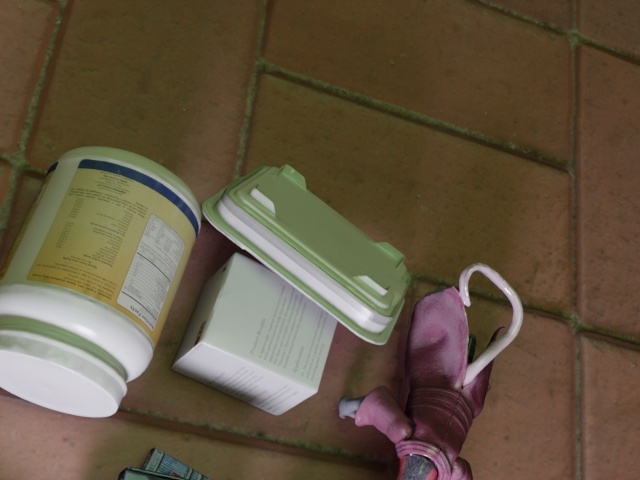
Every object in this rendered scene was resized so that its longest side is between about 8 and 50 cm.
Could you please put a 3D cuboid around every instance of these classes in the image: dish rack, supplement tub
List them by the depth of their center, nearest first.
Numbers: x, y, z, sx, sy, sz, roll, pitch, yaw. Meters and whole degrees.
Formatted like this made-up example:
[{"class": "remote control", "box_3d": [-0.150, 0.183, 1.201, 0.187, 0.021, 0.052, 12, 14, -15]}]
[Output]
[{"class": "supplement tub", "box_3d": [-0.311, 0.056, 1.358, 0.228, 0.228, 0.316, 25, 60, -14]}, {"class": "dish rack", "box_3d": [0.000, 0.000, 1.517, 0.333, 0.072, 0.285, 38, 18, 1]}]

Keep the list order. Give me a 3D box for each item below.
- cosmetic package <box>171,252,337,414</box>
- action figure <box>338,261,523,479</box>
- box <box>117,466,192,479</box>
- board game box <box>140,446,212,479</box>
[{"class": "cosmetic package", "box_3d": [-0.093, 0.140, 1.469, 0.184, 0.151, 0.151, 27, 59, -13]}, {"class": "action figure", "box_3d": [0.190, 0.262, 1.495, 0.248, 0.276, 0.370, 38, 43, -13]}, {"class": "box", "box_3d": [-0.191, 0.424, 1.280, 0.183, 0.059, 0.232, 18, 63, -15]}, {"class": "board game box", "box_3d": [-0.225, 0.383, 1.354, 0.194, 0.060, 0.194, 33, 58, -10]}]
